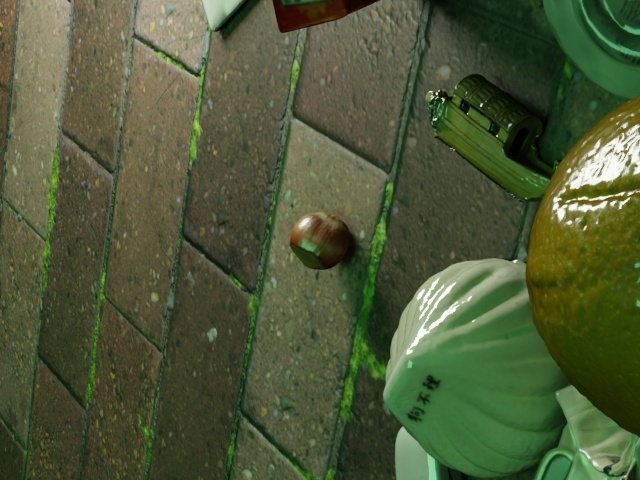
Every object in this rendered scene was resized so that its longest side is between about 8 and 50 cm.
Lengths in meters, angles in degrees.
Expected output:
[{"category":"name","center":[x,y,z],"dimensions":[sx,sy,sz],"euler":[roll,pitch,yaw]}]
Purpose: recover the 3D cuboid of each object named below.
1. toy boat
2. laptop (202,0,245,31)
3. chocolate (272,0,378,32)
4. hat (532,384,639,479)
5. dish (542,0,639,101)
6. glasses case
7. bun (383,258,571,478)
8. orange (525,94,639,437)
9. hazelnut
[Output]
[{"category":"toy boat","center":[0.205,-0.119,1.430],"dimensions":[0.226,0.068,0.088],"euler":[45,123,43]},{"category":"laptop","center":[-0.154,-0.479,1.926],"dimensions":[0.188,0.015,0.269],"euler":[-35,66,50]},{"category":"chocolate","center":[0.034,-0.384,1.460],"dimensions":[0.108,0.235,0.237],"euler":[9,119,42]},{"category":"hat","center":[0.311,0.241,1.252],"dimensions":[0.219,0.164,0.226],"euler":[-166,73,-81]},{"category":"dish","center":[0.314,-0.239,1.131],"dimensions":[0.303,0.120,0.303],"euler":[14,117,28]},{"category":"glasses case","center":[0.143,0.344,1.585],"dimensions":[0.092,0.059,0.233],"euler":[-19,80,56]},{"category":"bun","center":[0.154,0.155,1.450],"dimensions":[0.263,0.175,0.263],"euler":[15,108,54]},{"category":"orange","center":[0.336,0.024,1.051],"dimensions":[0.357,0.322,0.322],"euler":[-5,90,52]},{"category":"hazelnut","center":[0.000,0.000,1.732],"dimensions":[0.086,0.086,0.086],"euler":[11,103,53]}]
